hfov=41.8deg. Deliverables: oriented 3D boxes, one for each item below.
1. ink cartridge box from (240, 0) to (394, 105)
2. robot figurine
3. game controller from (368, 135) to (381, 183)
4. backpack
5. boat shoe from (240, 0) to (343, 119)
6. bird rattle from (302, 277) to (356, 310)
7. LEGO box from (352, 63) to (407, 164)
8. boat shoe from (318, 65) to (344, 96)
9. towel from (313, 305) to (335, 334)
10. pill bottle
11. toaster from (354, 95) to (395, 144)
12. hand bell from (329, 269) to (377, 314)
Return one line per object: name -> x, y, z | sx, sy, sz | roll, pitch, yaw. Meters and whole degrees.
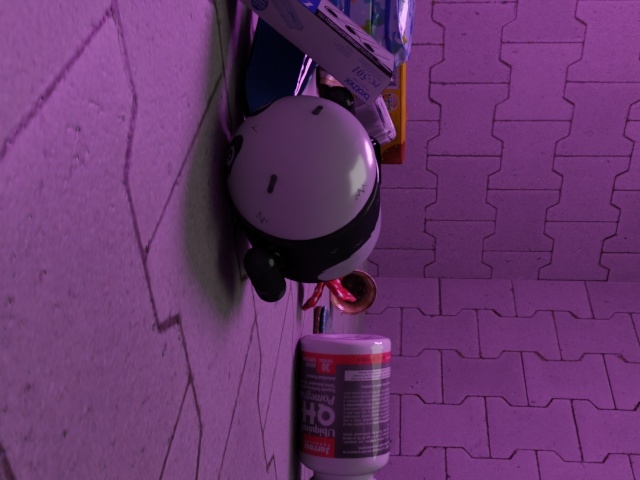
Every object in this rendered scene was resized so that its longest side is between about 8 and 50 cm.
ink cartridge box -> -0.006, -0.249, 0.968 | 0.046, 0.207, 0.097 | -47, -166, 25
robot figurine -> -0.017, -0.052, 0.981 | 0.278, 0.173, 0.209 | 75, -2, -69
game controller -> 0.059, -0.123, 1.811 | 0.166, 0.067, 0.319 | -45, 166, -7
backpack -> 0.086, -0.511, 1.688 | 0.290, 0.273, 0.355 | -55, 164, -86
boat shoe -> -0.050, -0.242, 1.060 | 0.089, 0.109, 0.258 | 109, 5, -61
bird rattle -> 0.000, 0.000, 1.598 | 0.207, 0.143, 0.253 | 59, 43, -57
LEGO box -> 0.123, -0.493, 2.112 | 0.372, 0.193, 0.500 | -79, 168, -58
boat shoe -> 0.025, -0.345, 1.888 | 0.190, 0.068, 0.072 | 34, 68, -71
towel -> 0.016, 0.327, 1.966 | 0.370, 0.040, 0.271 | 75, 16, -69
pill bottle -> 0.045, 0.340, 1.588 | 0.176, 0.176, 0.318 | 21, 70, -84
toaster -> 0.084, -0.259, 1.887 | 0.227, 0.146, 0.129 | -17, 85, -83
hand bell -> 0.071, 0.101, 2.309 | 0.242, 0.126, 0.126 | -113, -160, -71
